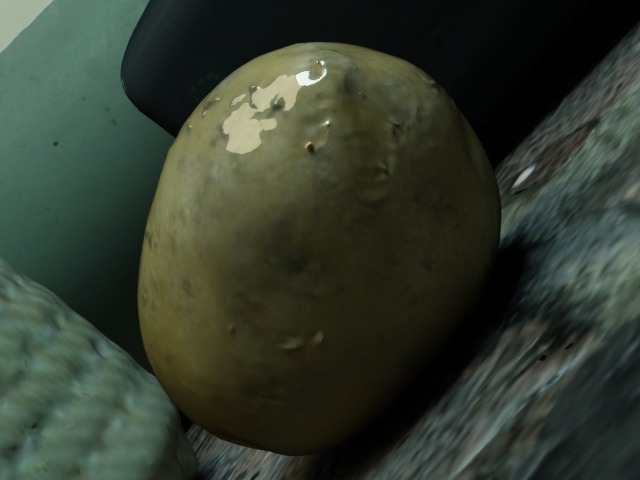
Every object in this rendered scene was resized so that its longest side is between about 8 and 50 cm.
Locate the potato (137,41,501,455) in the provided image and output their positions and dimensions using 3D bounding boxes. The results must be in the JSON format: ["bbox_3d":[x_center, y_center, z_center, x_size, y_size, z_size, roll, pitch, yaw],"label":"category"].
[{"bbox_3d":[-0.002,0.001,0.499,0.147,0.112,0.112,-54,2,46],"label":"potato"}]

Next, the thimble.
[{"bbox_3d":[-0.158,0.119,0.668,0.219,0.150,0.219,-50,5,6],"label":"thimble"}]

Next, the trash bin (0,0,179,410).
[{"bbox_3d":[-0.209,0.048,0.903,0.432,0.280,0.280,-47,6,0],"label":"trash bin"}]

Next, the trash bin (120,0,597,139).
[{"bbox_3d":[0.057,-0.154,0.665,0.290,0.182,0.209,-53,5,26],"label":"trash bin"}]
